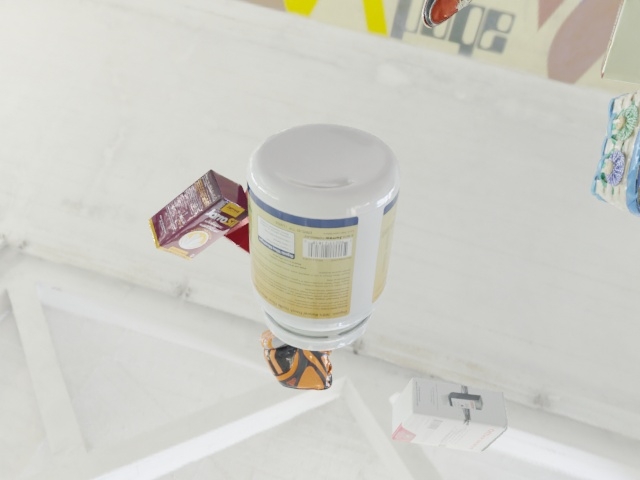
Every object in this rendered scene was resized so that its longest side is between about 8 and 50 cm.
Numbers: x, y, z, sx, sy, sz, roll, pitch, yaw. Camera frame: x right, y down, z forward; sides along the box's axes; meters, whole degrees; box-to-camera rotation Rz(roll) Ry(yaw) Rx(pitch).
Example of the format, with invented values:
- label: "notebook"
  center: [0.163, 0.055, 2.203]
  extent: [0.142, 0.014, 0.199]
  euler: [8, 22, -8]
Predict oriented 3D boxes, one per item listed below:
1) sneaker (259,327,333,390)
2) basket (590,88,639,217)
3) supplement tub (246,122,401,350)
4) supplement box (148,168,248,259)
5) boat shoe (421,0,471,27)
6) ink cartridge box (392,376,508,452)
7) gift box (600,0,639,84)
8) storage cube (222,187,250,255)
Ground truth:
- label: "sneaker"
  center: [0.012, 0.244, 1.482]
  extent: [0.321, 0.180, 0.124]
  euler: [-25, -165, -25]
- label: "basket"
  center: [0.575, -0.125, 0.951]
  extent: [0.201, 0.254, 0.289]
  euler: [7, -174, -23]
- label: "supplement tub"
  center: [0.000, 0.000, 0.979]
  extent: [0.228, 0.316, 0.228]
  euler: [2, -141, -2]
- label: "supplement box"
  center: [-0.251, -0.050, 1.279]
  extent: [0.104, 0.188, 0.081]
  euler: [28, -148, -55]
- label: "boat shoe"
  center: [0.199, -0.353, 0.863]
  extent: [0.137, 0.049, 0.043]
  euler: [-45, -144, -2]
- label: "ink cartridge box"
  center: [0.287, 0.396, 1.383]
  extent: [0.218, 0.158, 0.092]
  euler: [12, -130, -6]
- label: "gift box"
  center: [0.457, -0.246, 0.648]
  extent: [0.258, 0.276, 0.255]
  euler: [16, -151, 20]
- label: "storage cube"
  center: [-0.081, -0.025, 1.389]
  extent: [0.184, 0.215, 0.193]
  euler: [29, -98, 43]
